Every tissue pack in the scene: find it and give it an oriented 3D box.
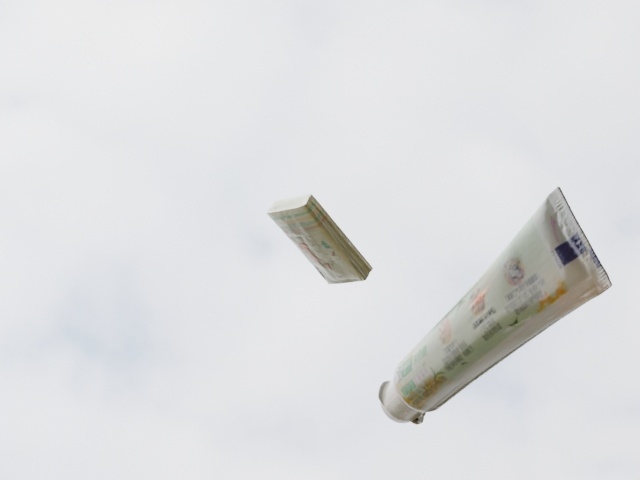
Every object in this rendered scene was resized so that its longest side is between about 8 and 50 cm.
[{"bbox_3d":[0.000,0.000,1.202,0.108,0.056,0.023,51,-128,-28],"label":"tissue pack"}]

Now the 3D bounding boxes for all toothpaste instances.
[{"bbox_3d":[0.121,0.069,0.955,0.058,0.314,0.056,29,-125,-6],"label":"toothpaste"}]
